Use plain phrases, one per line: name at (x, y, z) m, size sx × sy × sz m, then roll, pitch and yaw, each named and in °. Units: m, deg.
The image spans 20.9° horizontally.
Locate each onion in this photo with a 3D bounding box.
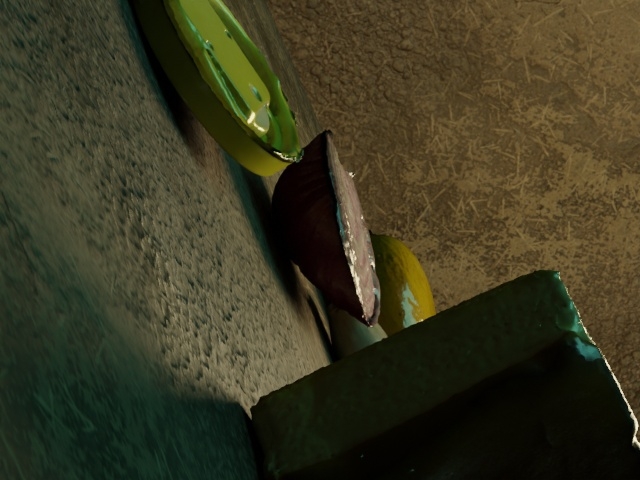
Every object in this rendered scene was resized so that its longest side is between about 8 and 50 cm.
onion at (0.000, 0.000, 2.256) m, size 0.250 × 0.111 × 0.247 m, roll 60°, pitch 19°, yaw -69°

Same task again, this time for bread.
bread at (0.134, 0.213, 1.638) m, size 0.323 × 0.333 × 0.143 m, roll 56°, pitch 10°, yaw -45°

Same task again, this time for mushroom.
mushroom at (0.089, 0.226, 2.304) m, size 0.351 × 0.097 × 0.109 m, roll 66°, pitch 8°, yaw 24°

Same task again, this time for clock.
clock at (-0.129, -0.195, 1.963) m, size 0.293 × 0.071 × 0.277 m, roll 57°, pitch 15°, yaw 0°

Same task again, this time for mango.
mango at (0.109, 0.145, 2.516) m, size 0.195 × 0.142 × 0.331 m, roll 38°, pitch 33°, yaw -69°
